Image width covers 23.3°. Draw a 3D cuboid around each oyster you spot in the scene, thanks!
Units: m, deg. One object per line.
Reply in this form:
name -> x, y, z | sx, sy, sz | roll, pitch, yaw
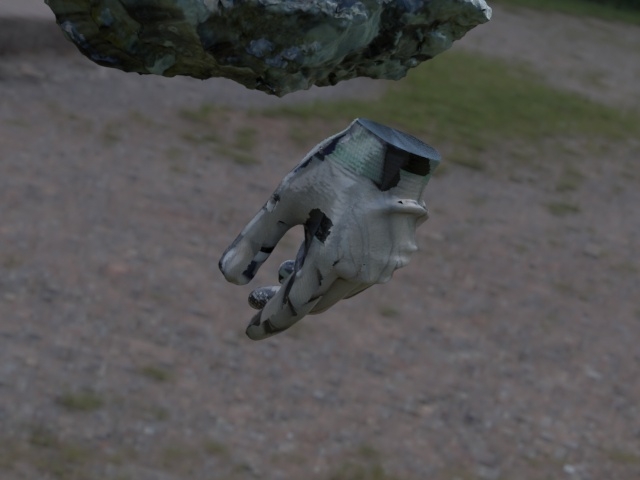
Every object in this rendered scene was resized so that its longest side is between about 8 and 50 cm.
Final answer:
oyster -> -0.040, -0.198, 1.222 | 0.351, 0.162, 0.158 | 6, 25, -10

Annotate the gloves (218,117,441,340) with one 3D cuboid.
gloves -> 0.007, 0.004, 1.259 | 0.111, 0.212, 0.127 | 35, 17, 26
